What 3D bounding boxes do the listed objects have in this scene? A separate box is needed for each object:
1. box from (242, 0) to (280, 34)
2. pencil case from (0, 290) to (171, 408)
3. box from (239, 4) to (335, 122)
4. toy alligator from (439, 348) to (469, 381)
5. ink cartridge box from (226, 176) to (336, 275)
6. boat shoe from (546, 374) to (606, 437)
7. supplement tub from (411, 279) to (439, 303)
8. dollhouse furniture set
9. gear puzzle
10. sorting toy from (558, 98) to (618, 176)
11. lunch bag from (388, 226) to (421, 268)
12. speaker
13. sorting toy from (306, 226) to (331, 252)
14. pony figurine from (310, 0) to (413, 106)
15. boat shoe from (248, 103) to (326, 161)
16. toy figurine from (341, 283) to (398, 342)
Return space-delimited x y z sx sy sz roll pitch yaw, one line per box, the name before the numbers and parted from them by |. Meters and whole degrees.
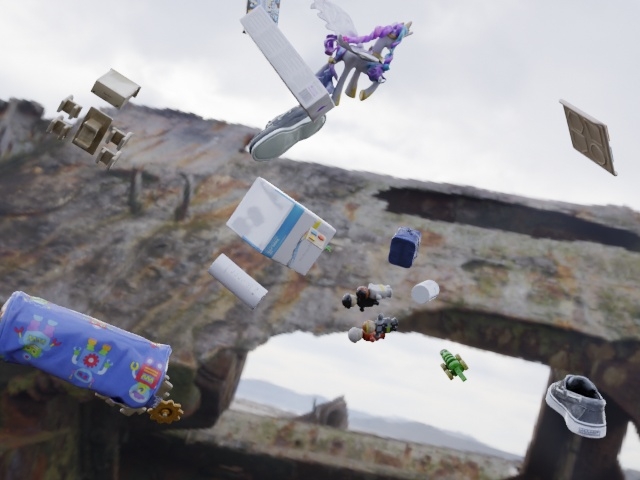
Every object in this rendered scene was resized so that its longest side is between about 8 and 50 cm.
box | -0.162 -0.626 1.914 0.094 0.137 0.027 10 -11 -21
pencil case | -0.417 0.198 1.221 0.306 0.133 0.119 25 1 -16
box | -0.078 -0.405 1.581 0.324 0.067 0.063 55 1 26
toy alligator | 0.327 0.302 1.769 0.051 0.056 0.189 56 2 -16
ink cartridge box | -0.126 -0.042 2.318 0.198 0.197 0.270 36 3 37
boat shoe | 0.605 0.366 1.641 0.108 0.102 0.301 7 5 10
supplement tub | 0.370 0.181 2.454 0.071 0.071 0.107 9 11 26
dollhouse furniture set | -0.669 -0.383 2.129 0.212 0.242 0.161 32 23 -12
gear puzzle | -0.457 0.340 1.684 0.175 0.044 0.339 -34 -60 18
sorting toy | 0.762 -0.296 1.966 0.208 0.038 0.193 54 3 -36
lunch bag | 0.215 0.012 1.765 0.067 0.065 0.098 19 -56 14
speaker | -0.186 0.091 1.551 0.136 0.055 0.055 40 -15 -1
sorting toy | 0.000 0.000 2.025 0.083 0.062 0.012 35 -51 -14
pony figurine | 0.112 -0.638 2.384 0.351 0.303 0.363 4 -42 -39
boat shoe | -0.116 -0.336 2.130 0.091 0.302 0.114 42 -41 22
toy figurine | 0.179 0.270 2.587 0.148 0.213 0.209 -2 -17 -17
